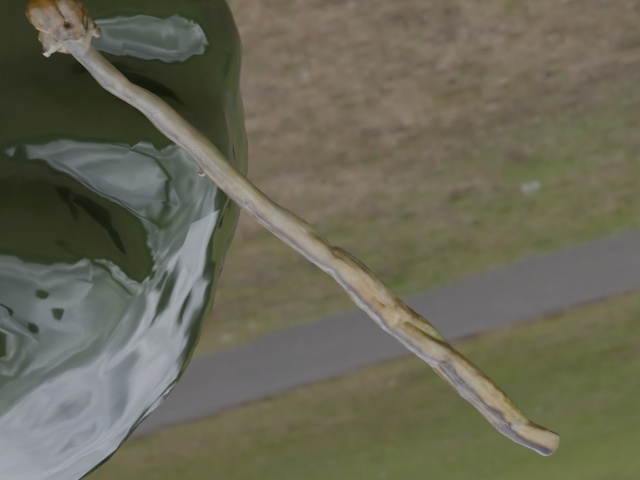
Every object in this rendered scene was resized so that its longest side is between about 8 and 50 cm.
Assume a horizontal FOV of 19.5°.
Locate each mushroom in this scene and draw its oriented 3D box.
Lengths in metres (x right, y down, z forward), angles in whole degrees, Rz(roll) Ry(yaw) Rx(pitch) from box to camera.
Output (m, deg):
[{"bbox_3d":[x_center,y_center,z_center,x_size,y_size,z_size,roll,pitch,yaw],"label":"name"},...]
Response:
[{"bbox_3d":[-0.001,0.005,0.685,0.026,0.028,0.286,-30,122,35],"label":"mushroom"}]

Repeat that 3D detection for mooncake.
[{"bbox_3d":[-0.208,-0.047,0.860,0.356,0.356,0.194,-12,153,-3],"label":"mooncake"}]
